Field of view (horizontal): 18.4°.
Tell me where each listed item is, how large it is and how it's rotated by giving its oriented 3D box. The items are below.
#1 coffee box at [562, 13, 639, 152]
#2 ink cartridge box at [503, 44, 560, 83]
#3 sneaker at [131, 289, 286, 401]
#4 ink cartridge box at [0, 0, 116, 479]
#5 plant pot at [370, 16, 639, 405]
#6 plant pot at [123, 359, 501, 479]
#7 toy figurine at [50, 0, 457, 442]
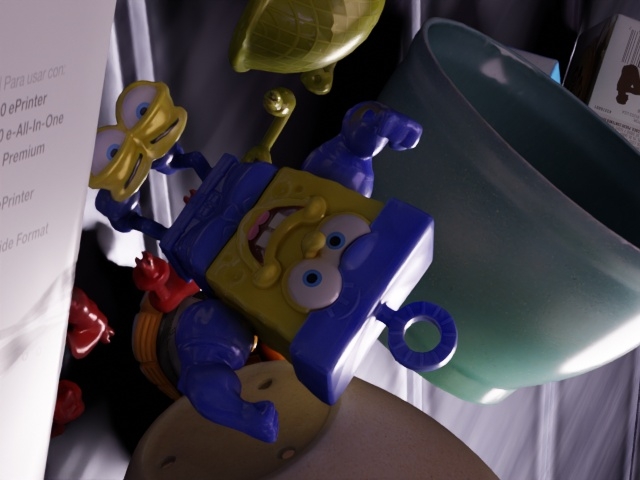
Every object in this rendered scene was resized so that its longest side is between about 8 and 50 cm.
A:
[{"bbox_3d":[0.277,-0.054,1.927,0.168,0.119,0.297,176,-68,-86],"label":"coffee box"},{"bbox_3d":[0.162,-0.055,1.765,0.134,0.078,0.231,-64,158,-23],"label":"ink cartridge box"},{"bbox_3d":[-0.042,0.101,1.297,0.215,0.083,0.084,49,49,-50],"label":"sneaker"},{"bbox_3d":[-0.210,0.024,0.673,0.129,0.223,0.307,-26,130,-63],"label":"ink cartridge box"},{"bbox_3d":[0.132,-0.001,1.507,0.196,0.293,0.293,-50,166,18],"label":"plant pot"},{"bbox_3d":[-0.015,0.184,1.166,0.284,0.284,0.191,-52,129,-43],"label":"plant pot"},{"bbox_3d":[0.000,0.000,1.123,0.362,0.217,0.191,-54,157,-18],"label":"toy figurine"}]
